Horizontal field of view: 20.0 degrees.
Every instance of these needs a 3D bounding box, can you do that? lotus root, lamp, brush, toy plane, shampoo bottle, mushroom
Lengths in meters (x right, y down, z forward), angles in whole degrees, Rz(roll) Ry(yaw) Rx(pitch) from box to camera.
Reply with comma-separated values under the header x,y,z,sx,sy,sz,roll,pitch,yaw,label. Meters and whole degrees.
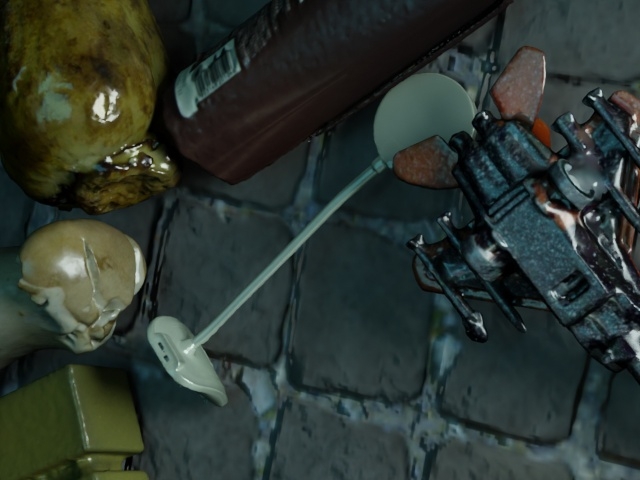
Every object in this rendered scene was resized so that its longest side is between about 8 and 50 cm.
x,y,z,sx,sy,sz,roll,pitch,yaw,label
-0.124,-0.103,0.905,0.094,0.108,0.190,-9,66,-10,lotus root
0.000,0.000,0.858,0.198,0.056,0.050,-42,63,11,lamp
-0.189,0.149,0.953,0.233,0.047,0.103,-24,74,30,brush
0.109,0.016,0.763,0.130,0.061,0.189,-40,66,23,toy plane
0.031,-0.110,0.821,0.236,0.067,0.068,-33,68,28,shampoo bottle
-0.192,0.049,0.930,0.225,0.116,0.093,-11,83,19,mushroom
